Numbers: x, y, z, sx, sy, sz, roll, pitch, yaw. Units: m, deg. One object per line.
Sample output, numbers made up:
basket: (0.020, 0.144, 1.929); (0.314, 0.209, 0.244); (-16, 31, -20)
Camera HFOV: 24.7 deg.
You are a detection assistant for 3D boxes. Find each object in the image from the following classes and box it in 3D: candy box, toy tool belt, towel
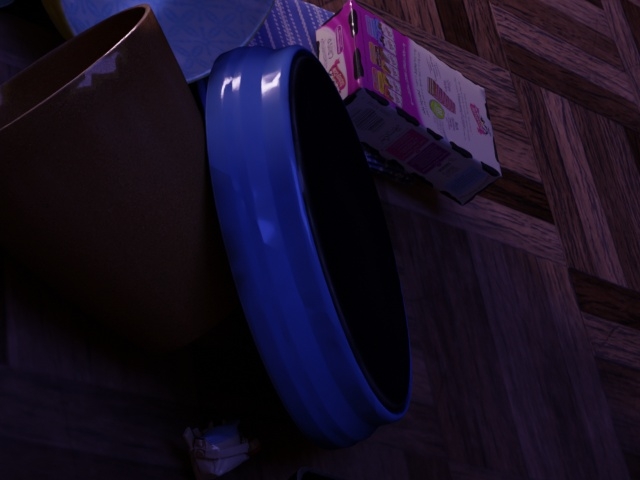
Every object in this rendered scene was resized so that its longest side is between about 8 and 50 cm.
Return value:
candy box: (0.104, -0.162, 1.742); (0.233, 0.071, 0.159); (29, 39, -31)
toy tool belt: (-0.088, 0.179, 1.310); (0.083, 0.052, 0.051); (-24, 88, -54)
towel: (-0.029, -0.193, 1.710); (0.336, 0.040, 0.243); (13, 50, -45)

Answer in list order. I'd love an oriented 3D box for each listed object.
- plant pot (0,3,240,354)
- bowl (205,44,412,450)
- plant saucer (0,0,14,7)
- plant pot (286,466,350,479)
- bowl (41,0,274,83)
plant pot: (-0.175, -0.034, 1.268); (0.254, 0.237, 0.237); (55, 34, -18)
bowl: (0.000, 0.000, 1.380); (0.391, 0.077, 0.391); (-15, 90, -77)
plant saucer: (-0.347, -0.270, 1.422); (0.119, 0.021, 0.119); (28, 43, -30)
plant pot: (0.007, 0.321, 1.198); (0.188, 0.167, 0.187); (23, 45, -36)
bowl: (-0.189, -0.311, 1.492); (0.289, 0.290, 0.156); (7, 13, -45)
